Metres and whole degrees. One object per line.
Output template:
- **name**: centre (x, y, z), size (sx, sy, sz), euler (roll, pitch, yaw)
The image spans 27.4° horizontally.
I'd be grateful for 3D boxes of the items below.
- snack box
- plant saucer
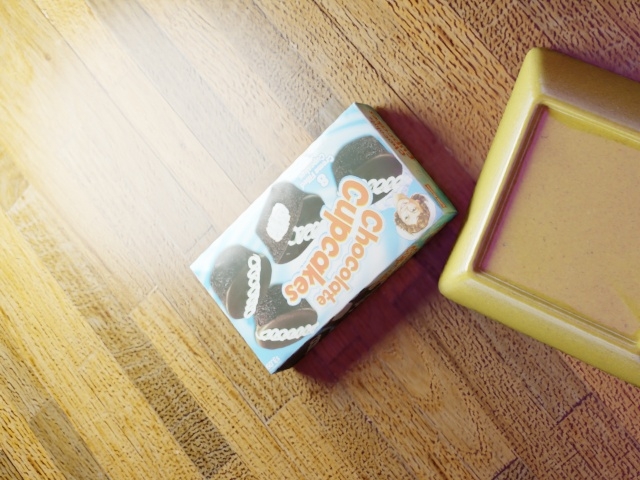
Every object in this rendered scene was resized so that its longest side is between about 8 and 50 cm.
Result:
- **snack box**: centre (0.000, 0.000, 1.685), size (0.322, 0.060, 0.187), euler (-44, 74, 20)
- **plant saucer**: centre (0.321, -0.021, 1.520), size (0.333, 0.081, 0.333), euler (25, 103, 23)
